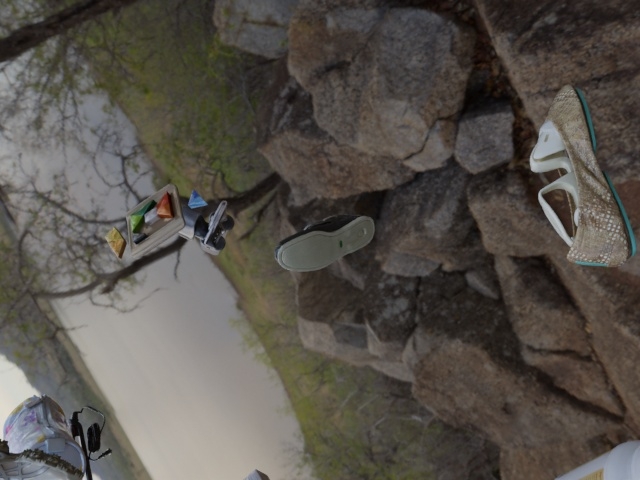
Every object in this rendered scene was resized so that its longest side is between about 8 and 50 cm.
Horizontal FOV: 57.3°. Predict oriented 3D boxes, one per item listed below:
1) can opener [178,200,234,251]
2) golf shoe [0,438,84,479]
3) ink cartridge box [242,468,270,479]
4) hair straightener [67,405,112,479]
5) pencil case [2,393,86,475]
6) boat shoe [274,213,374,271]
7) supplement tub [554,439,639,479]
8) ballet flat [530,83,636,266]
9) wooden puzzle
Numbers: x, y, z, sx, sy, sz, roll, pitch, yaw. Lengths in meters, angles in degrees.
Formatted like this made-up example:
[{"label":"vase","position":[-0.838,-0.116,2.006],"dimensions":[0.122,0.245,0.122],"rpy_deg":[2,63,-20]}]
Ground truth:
[{"label":"can opener","position":[-0.204,-0.026,1.029],"dimensions":[0.095,0.075,0.283],"rpy_deg":[24,171,-8]},{"label":"golf shoe","position":[-0.440,0.344,0.851],"dimensions":[0.176,0.085,0.069],"rpy_deg":[20,161,-11]},{"label":"ink cartridge box","position":[-0.173,0.598,1.261],"dimensions":[0.104,0.180,0.060],"rpy_deg":[46,174,40]},{"label":"hair straightener","position":[-0.489,0.450,1.241],"dimensions":[0.230,0.089,0.047],"rpy_deg":[-115,35,-44]},{"label":"pencil case","position":[-0.513,0.378,1.083],"dimensions":[0.114,0.124,0.273],"rpy_deg":[26,171,-30]},{"label":"boat shoe","position":[0.000,0.000,1.159],"dimensions":[0.079,0.233,0.083],"rpy_deg":[26,126,44]},{"label":"supplement tub","position":[0.400,0.346,0.751],"dimensions":[0.144,0.144,0.199],"rpy_deg":[50,143,21]},{"label":"ballet flat","position":[0.248,-0.068,0.585],"dimensions":[0.073,0.067,0.206],"rpy_deg":[59,-158,-58]},{"label":"wooden puzzle","position":[-0.176,-0.022,0.614],"dimensions":[0.014,0.116,0.078],"rpy_deg":[52,-179,-45]}]
